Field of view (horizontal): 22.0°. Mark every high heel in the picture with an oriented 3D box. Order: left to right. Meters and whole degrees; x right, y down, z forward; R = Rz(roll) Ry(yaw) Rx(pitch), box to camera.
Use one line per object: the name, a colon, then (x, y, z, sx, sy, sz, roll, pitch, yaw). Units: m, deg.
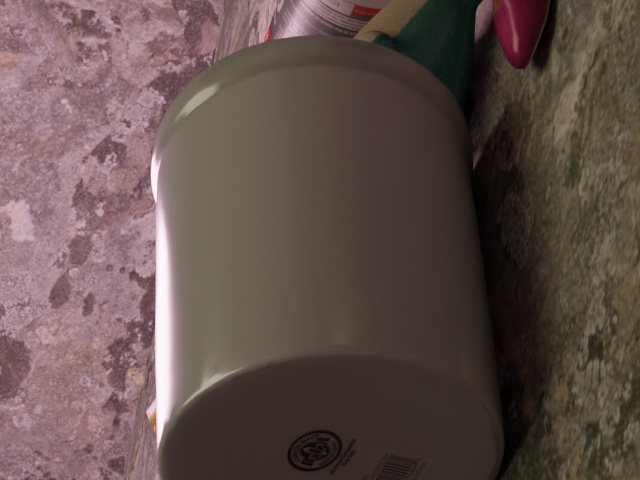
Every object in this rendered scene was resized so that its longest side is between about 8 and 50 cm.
high heel: (0.157, -0.272, 1.584, 0.082, 0.117, 0.244, 122, 156, -59)

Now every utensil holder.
utensil holder: (-0.002, 0.054, 1.543, 0.385, 0.327, 0.328, -93, 18, -44)

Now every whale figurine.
whale figurine: (0.110, -0.179, 1.726, 0.272, 0.141, 0.216, -55, -21, 12)

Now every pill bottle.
pill bottle: (0.017, -0.269, 2.105, 0.283, 0.161, 0.161, 116, 160, -49)

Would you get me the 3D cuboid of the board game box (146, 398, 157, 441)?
board game box: (-0.145, 0.168, 2.450, 0.305, 0.053, 0.193, -55, 13, 0)
